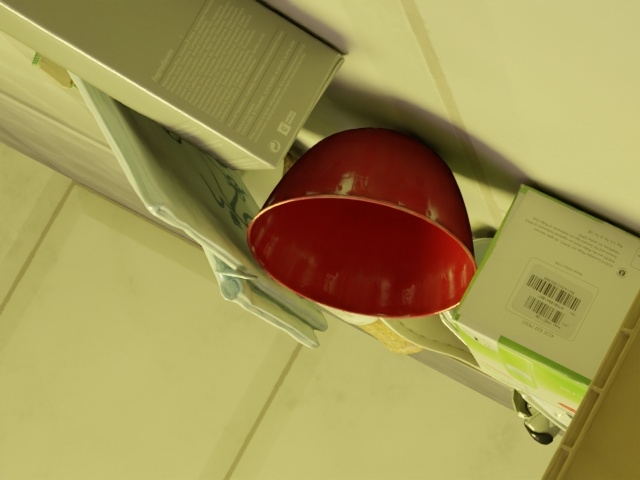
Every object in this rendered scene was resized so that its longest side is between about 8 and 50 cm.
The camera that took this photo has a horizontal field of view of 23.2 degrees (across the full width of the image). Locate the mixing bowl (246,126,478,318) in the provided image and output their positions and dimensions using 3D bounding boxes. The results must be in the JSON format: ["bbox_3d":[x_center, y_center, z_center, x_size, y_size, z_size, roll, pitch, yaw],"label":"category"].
[{"bbox_3d":[0.041,-0.024,1.219,0.181,0.098,0.181,11,150,6],"label":"mixing bowl"}]

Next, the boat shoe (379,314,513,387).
[{"bbox_3d":[0.125,0.056,1.572,0.324,0.117,0.096,31,177,-30],"label":"boat shoe"}]

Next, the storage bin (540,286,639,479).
[{"bbox_3d":[0.272,0.129,0.809,0.262,0.260,0.123,24,172,40],"label":"storage bin"}]

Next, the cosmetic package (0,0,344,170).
[{"bbox_3d":[-0.120,-0.146,1.086,0.238,0.107,0.127,34,173,-17],"label":"cosmetic package"}]

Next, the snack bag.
[{"bbox_3d":[-0.131,-0.078,1.303,0.323,0.037,0.342,59,-172,27],"label":"snack bag"}]

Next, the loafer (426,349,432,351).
[{"bbox_3d":[0.059,0.043,1.853,0.251,0.094,0.087,38,170,9],"label":"loafer"}]

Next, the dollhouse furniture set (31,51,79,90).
[{"bbox_3d":[-0.225,-0.174,1.432,0.058,0.076,0.151,28,175,28],"label":"dollhouse furniture set"}]

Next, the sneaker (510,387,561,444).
[{"bbox_3d":[0.282,0.166,1.651,0.086,0.132,0.228,32,173,-28],"label":"sneaker"}]

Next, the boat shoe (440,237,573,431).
[{"bbox_3d":[0.248,0.128,1.493,0.367,0.136,0.156,33,173,-8],"label":"boat shoe"}]

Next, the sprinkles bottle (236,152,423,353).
[{"bbox_3d":[0.000,0.000,1.624,0.355,0.121,0.121,34,172,-40],"label":"sprinkles bottle"}]

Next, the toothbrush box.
[{"bbox_3d":[0.232,0.080,1.241,0.206,0.122,0.283,27,175,14],"label":"toothbrush box"}]
